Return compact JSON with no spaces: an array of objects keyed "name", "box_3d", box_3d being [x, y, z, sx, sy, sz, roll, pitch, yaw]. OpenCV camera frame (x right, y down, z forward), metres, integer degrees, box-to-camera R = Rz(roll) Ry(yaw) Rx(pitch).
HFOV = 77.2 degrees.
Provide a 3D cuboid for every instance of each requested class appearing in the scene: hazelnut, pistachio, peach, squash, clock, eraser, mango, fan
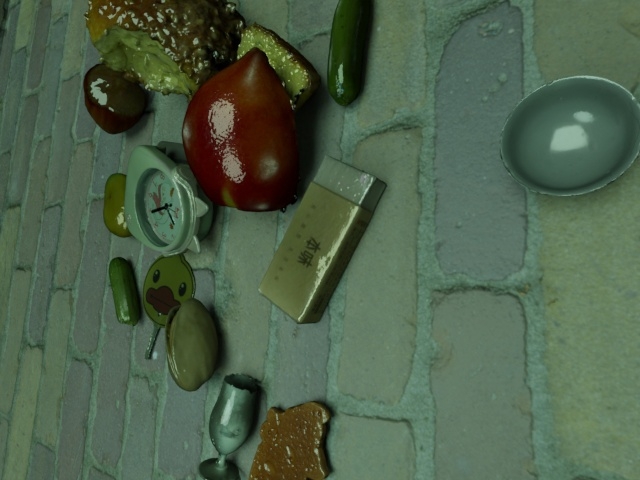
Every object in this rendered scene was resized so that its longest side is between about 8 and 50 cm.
[{"name":"hazelnut","box_3d":[-0.675,-0.465,1.328,0.186,0.210,0.210,-22,68,2]},{"name":"pistachio","box_3d":[-0.319,0.255,0.990,0.135,0.136,0.226,-28,62,26]},{"name":"peach","box_3d":[-0.186,-0.222,0.878,0.257,0.201,0.362,31,130,42]},{"name":"squash","box_3d":[-0.600,0.155,1.226,0.069,0.069,0.239,-36,63,23]},{"name":"clock","box_3d":[-0.403,-0.092,1.087,0.324,0.108,0.265,30,114,29]},{"name":"eraser","box_3d":[0.000,0.000,0.864,0.144,0.078,0.343,30,98,31]},{"name":"mango","box_3d":[-0.631,-0.121,1.281,0.137,0.091,0.238,-20,72,22]},{"name":"squash","box_3d":[0.067,-0.464,0.899,0.087,0.087,0.332,6,83,33]},{"name":"fan","box_3d":[-0.458,0.184,1.165,0.229,0.011,0.335,17,89,33]}]

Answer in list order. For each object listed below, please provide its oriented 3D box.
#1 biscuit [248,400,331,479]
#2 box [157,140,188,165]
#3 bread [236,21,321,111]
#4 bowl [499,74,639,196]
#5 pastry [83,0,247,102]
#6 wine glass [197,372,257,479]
[{"name":"biscuit","box_3d":[-0.067,0.448,0.852,0.183,0.043,0.280,46,111,33]},{"name":"box","box_3d":[-0.393,-0.227,1.167,0.243,0.055,0.103,16,91,33]},{"name":"bread","box_3d":[-0.086,-0.394,0.955,0.260,0.134,0.129,52,122,23]},{"name":"bowl","box_3d":[0.392,-0.151,0.635,0.189,0.086,0.189,-7,78,33]},{"name":"pastry","box_3d":[-0.380,-0.553,1.071,0.405,0.292,0.337,18,64,10]},{"name":"wine glass","box_3d":[-0.205,0.424,0.908,0.103,0.103,0.222,14,91,33]}]
